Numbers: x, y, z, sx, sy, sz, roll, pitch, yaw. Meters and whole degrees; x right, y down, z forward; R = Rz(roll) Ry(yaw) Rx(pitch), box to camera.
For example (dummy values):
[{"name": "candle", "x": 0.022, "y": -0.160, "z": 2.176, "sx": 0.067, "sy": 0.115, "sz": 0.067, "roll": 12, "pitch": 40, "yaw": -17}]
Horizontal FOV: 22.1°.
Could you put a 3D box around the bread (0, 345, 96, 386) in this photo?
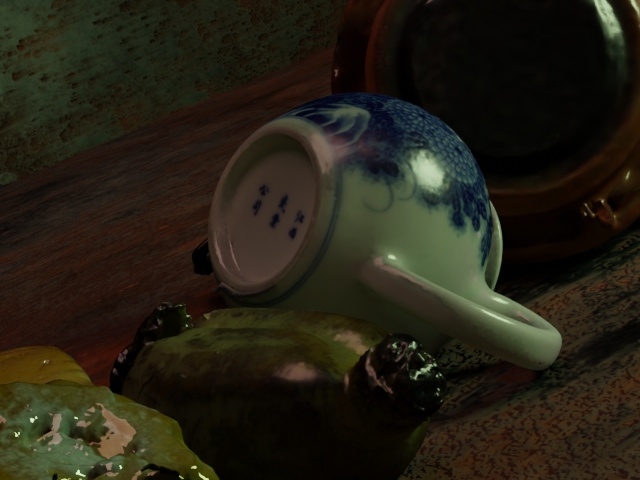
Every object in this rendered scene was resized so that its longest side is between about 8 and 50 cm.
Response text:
[{"name": "bread", "x": -0.250, "y": 0.175, "z": 1.308, "sx": 0.167, "sy": 0.132, "sz": 0.294, "roll": -13, "pitch": 11, "yaw": -12}]

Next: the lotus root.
[{"name": "lotus root", "x": -0.030, "y": 0.123, "z": 1.188, "sx": 0.173, "sy": 0.173, "sz": 0.309, "roll": -29, "pitch": 17, "yaw": -39}]

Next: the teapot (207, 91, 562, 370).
[{"name": "teapot", "x": 0.053, "y": 0.006, "z": 1.435, "sx": 0.280, "sy": 0.252, "sz": 0.424, "roll": 18, "pitch": 11, "yaw": -39}]

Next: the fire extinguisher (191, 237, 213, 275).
[{"name": "fire extinguisher", "x": 0.000, "y": 0.000, "z": 1.769, "sx": 0.341, "sy": 0.105, "sz": 0.141, "roll": -11, "pitch": -13, "yaw": 27}]

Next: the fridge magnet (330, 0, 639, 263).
[{"name": "fridge magnet", "x": 0.187, "y": -0.158, "z": 1.579, "sx": 0.363, "sy": 0.363, "sz": 0.155, "roll": -15, "pitch": -5, "yaw": 9}]

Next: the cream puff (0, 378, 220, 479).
[{"name": "cream puff", "x": -0.186, "y": 0.190, "z": 1.075, "sx": 0.221, "sy": 0.194, "sz": 0.195, "roll": -2, "pitch": 5, "yaw": -27}]
